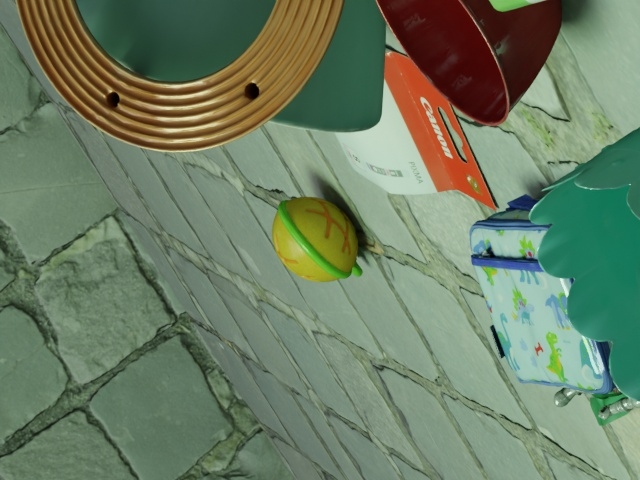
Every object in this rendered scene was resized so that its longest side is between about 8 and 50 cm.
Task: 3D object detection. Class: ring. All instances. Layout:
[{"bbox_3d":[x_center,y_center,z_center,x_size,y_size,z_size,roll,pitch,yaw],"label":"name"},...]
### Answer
[{"bbox_3d":[-0.118,-0.242,1.660,0.336,0.336,0.032,50,-155,15],"label":"ring"}]

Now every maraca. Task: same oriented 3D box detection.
[{"bbox_3d":[0.000,0.000,2.537,0.127,0.099,0.186,56,-166,15],"label":"maraca"}]

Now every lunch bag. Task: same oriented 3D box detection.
[{"bbox_3d":[0.223,0.047,1.829,0.219,0.090,0.176,8,117,70],"label":"lunch bag"}]

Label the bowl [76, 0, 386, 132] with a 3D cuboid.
[{"bbox_3d":[-0.064,-0.237,1.821,0.311,0.312,0.163,40,117,46],"label":"bowl"}]

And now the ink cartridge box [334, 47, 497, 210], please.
[{"bbox_3d":[0.071,-0.123,2.057,0.232,0.066,0.189,42,163,56],"label":"ink cartridge box"}]

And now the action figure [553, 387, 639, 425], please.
[{"bbox_3d":[0.283,0.130,1.958,0.137,0.063,0.232,58,163,-4],"label":"action figure"}]

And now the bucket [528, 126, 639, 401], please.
[{"bbox_3d":[0.296,0.018,1.342,0.281,0.183,0.281,50,167,16],"label":"bucket"}]

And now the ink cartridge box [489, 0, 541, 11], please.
[{"bbox_3d":[0.150,-0.268,1.266,0.198,0.115,0.273,56,167,-10],"label":"ink cartridge box"}]

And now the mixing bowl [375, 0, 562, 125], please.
[{"bbox_3d":[0.127,-0.192,1.578,0.181,0.098,0.181,50,166,18],"label":"mixing bowl"}]
